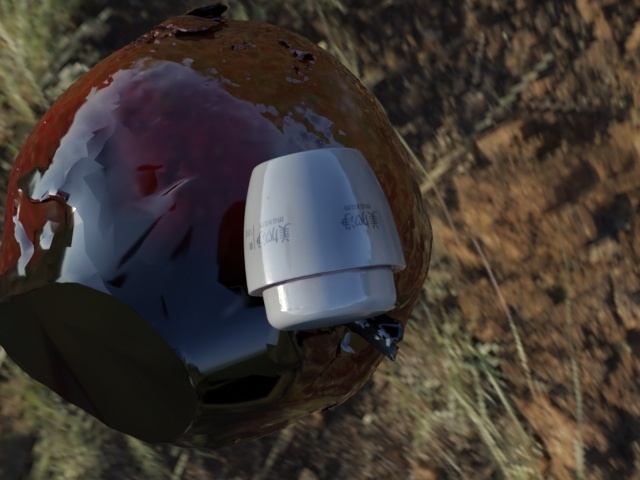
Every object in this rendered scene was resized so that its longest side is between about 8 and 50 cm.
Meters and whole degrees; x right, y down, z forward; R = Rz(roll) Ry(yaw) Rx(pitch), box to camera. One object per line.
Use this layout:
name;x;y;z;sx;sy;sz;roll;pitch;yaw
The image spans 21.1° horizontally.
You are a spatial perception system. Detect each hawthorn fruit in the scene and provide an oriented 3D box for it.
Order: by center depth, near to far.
hawthorn fruit;-0.079;-0.004;1.158;0.316;0.316;0.316;-4;73;15

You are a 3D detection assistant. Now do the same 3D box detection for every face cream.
face cream;0.000;0.000;0.977;0.091;0.091;0.095;-12;83;13
